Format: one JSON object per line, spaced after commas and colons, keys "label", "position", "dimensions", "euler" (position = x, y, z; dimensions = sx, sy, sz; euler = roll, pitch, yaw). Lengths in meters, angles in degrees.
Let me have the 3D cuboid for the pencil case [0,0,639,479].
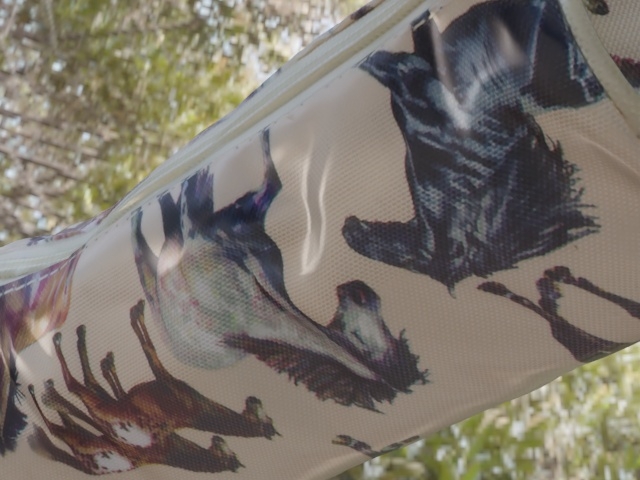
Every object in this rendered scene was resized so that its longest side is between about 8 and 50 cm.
{"label": "pencil case", "position": [0.000, 0.000, 0.584], "dimensions": [0.410, 0.160, 0.183], "euler": [-30, -69, 40]}
